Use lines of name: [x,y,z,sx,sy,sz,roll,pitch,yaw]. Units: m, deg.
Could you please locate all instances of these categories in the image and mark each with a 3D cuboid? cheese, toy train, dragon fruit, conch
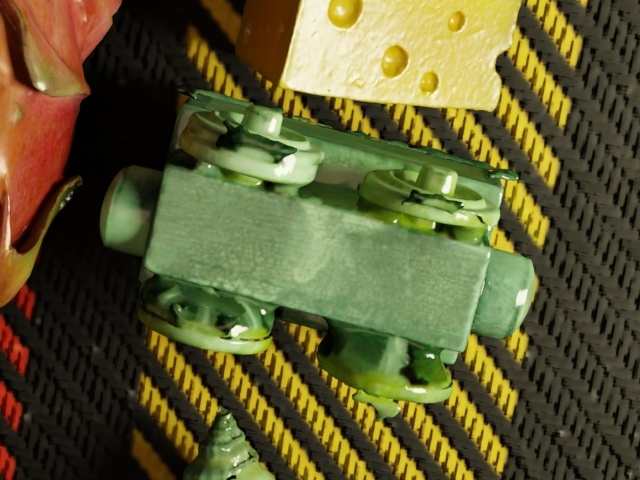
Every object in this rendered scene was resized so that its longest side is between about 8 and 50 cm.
cheese: [0.046,-0.141,1.092,0.171,0.126,0.093,7,103,-17]
toy train: [0.000,0.000,1.060,0.272,0.188,0.159,14,102,0]
dragon fruit: [-0.262,-0.103,1.051,0.305,0.226,0.305,15,127,21]
conch: [-0.061,0.214,1.162,0.095,0.079,0.200,-13,117,-6]
